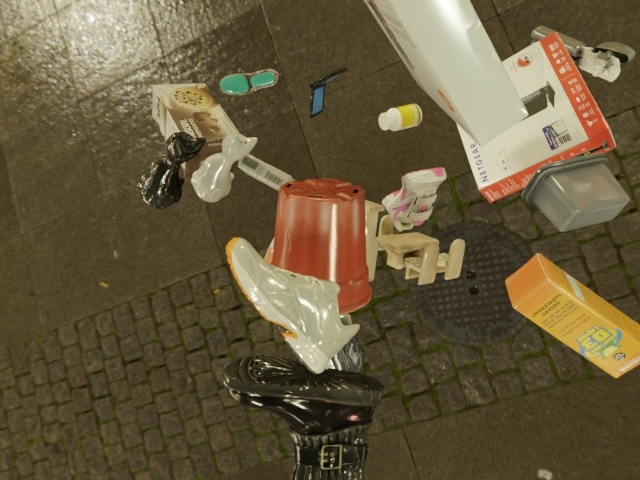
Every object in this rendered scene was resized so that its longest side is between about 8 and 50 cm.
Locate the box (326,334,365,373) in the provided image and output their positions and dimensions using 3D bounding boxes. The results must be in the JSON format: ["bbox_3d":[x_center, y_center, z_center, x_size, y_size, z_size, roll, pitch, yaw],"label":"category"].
[{"bbox_3d":[0.045,0.324,1.395,0.093,0.158,0.156,-14,106,25],"label":"box"}]

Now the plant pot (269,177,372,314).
[{"bbox_3d":[0.000,0.000,1.161,0.272,0.272,0.265,9,111,17],"label":"plant pot"}]

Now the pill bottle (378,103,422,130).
[{"bbox_3d":[0.224,-0.345,1.360,0.116,0.065,0.065,-19,78,-27],"label":"pill bottle"}]

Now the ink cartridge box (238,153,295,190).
[{"bbox_3d":[-0.138,-0.181,1.534,0.189,0.232,0.066,29,82,22],"label":"ink cartridge box"}]

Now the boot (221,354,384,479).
[{"bbox_3d":[-0.048,0.387,0.959,0.347,0.131,0.260,14,95,-13],"label":"boot"}]

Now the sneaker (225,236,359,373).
[{"bbox_3d":[-0.040,0.081,0.753,0.121,0.099,0.262,-39,114,-6],"label":"sneaker"}]

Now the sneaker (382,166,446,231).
[{"bbox_3d":[0.252,-0.102,1.231,0.102,0.252,0.111,-11,73,-18],"label":"sneaker"}]

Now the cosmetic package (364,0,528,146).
[{"bbox_3d":[0.187,-0.359,0.842,0.097,0.377,0.284,-37,119,16],"label":"cosmetic package"}]

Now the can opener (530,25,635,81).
[{"bbox_3d":[0.711,-0.522,1.328,0.093,0.074,0.280,-38,52,-11],"label":"can opener"}]

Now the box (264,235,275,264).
[{"bbox_3d":[-0.129,0.086,1.641,0.130,0.091,0.171,23,123,-1],"label":"box"}]

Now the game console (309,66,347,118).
[{"bbox_3d":[0.019,-0.351,1.135,0.107,0.122,0.071,-22,106,23],"label":"game console"}]

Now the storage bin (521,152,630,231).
[{"bbox_3d":[0.409,-0.068,0.770,0.135,0.098,0.091,-11,56,-14],"label":"storage bin"}]

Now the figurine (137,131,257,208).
[{"bbox_3d":[-0.259,-0.164,1.042,0.209,0.214,0.092,-41,70,44],"label":"figurine"}]

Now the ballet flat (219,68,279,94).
[{"bbox_3d":[-0.253,-0.577,1.752,0.221,0.079,0.077,-8,109,13],"label":"ballet flat"}]

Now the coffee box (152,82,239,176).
[{"bbox_3d":[-0.370,-0.334,1.421,0.297,0.168,0.119,56,143,32],"label":"coffee box"}]

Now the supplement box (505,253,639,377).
[{"bbox_3d":[0.414,0.122,0.773,0.233,0.080,0.078,32,121,-12],"label":"supplement box"}]

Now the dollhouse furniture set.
[{"bbox_3d":[0.246,-0.023,1.687,0.362,0.394,0.257,26,116,50],"label":"dollhouse furniture set"}]

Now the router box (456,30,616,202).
[{"bbox_3d":[0.506,-0.305,1.203,0.301,0.082,0.336,-26,55,29],"label":"router box"}]
